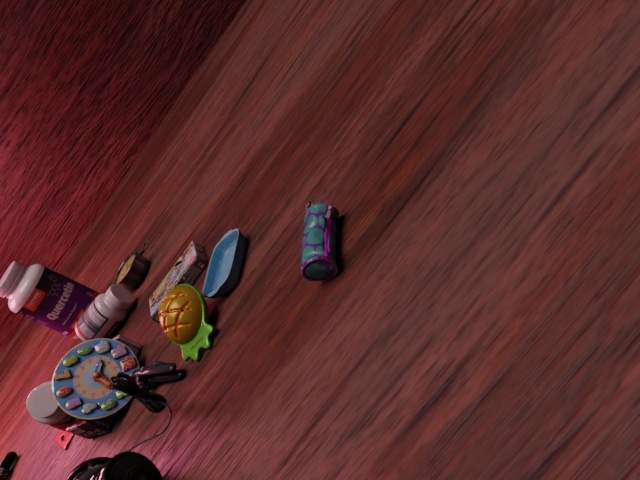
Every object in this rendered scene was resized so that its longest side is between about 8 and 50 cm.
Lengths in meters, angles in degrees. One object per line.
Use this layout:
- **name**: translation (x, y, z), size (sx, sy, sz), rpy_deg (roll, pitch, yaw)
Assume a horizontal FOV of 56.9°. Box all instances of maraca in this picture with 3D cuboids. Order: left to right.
- **maraca**: translation (-0.292, 0.178, 1.297), size (0.127, 0.099, 0.186), rpy_deg (-49, 55, 18)

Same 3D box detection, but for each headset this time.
- **headset**: translation (-0.407, 0.451, 1.091), size (0.243, 0.185, 0.394), rpy_deg (-26, 29, 43)

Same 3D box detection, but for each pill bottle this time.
- **pill bottle**: translation (-0.931, 0.200, 2.033), size (0.181, 0.323, 0.181), rpy_deg (-38, 33, 31)
- **pill bottle**: translation (-0.686, 0.420, 1.528), size (0.193, 0.108, 0.108), rpy_deg (112, -179, -71)
- **pill bottle**: translation (-0.655, 0.225, 1.802), size (0.180, 0.108, 0.108), rpy_deg (-48, 29, 15)

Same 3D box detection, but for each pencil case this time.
- **pencil case**: translation (0.000, 0.000, 1.046), size (0.070, 0.064, 0.152), rpy_deg (-54, 24, 41)

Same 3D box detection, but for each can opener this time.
- **can opener**: translation (-0.367, 0.296, 1.324), size (0.186, 0.059, 0.073), rpy_deg (-21, 44, 49)

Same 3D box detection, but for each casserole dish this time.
- **casserole dish**: translation (-0.218, 0.057, 1.361), size (0.114, 0.037, 0.188), rpy_deg (-34, 36, 36)

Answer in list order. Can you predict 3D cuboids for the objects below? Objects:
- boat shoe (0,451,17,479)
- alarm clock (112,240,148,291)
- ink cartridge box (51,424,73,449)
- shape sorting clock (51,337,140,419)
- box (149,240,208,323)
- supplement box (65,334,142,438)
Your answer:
- **boat shoe**: translation (-1.026, 0.748, 1.908), size (0.042, 0.049, 0.133), rpy_deg (-40, 27, 44)
- **alarm clock**: translation (-0.601, 0.087, 1.906), size (0.129, 0.064, 0.192), rpy_deg (4, 67, 59)
- **ink cartridge box**: translation (-0.722, 0.464, 1.691), size (0.134, 0.078, 0.231), rpy_deg (-9, 54, 55)
- **shape sorting clock**: translation (-0.547, 0.334, 1.443), size (0.040, 0.206, 0.206), rpy_deg (108, 174, -53)
- **box**: translation (-0.376, 0.110, 1.557), size (0.207, 0.036, 0.114), rpy_deg (-53, 28, 7)
- **supplement box**: translation (-0.557, 0.378, 1.525), size (0.130, 0.073, 0.239), rpy_deg (-29, 38, 42)
